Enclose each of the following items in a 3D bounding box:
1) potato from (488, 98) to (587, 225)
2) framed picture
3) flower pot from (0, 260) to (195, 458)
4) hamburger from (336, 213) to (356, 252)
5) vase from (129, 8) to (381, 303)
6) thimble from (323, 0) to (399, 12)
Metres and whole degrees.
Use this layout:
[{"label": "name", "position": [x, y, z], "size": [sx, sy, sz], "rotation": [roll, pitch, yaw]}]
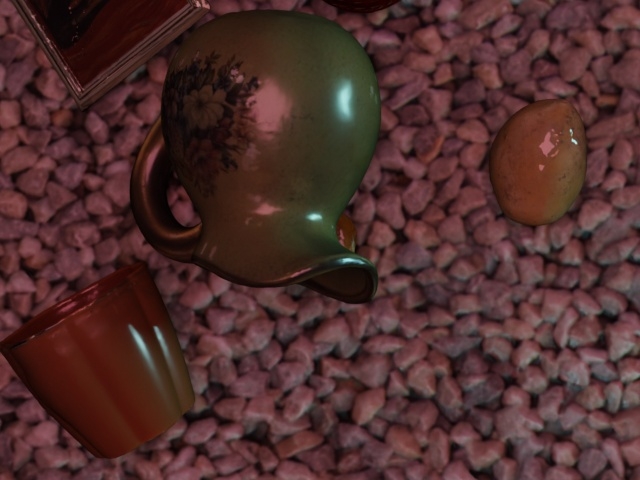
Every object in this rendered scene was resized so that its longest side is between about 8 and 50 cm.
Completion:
[{"label": "potato", "position": [0.245, -0.089, 1.518], "size": [0.112, 0.112, 0.147], "rotation": [11, 96, 3]}, {"label": "framed picture", "position": [-0.275, -0.318, 1.550], "size": [0.216, 0.016, 0.273], "rotation": [-35, 86, 22]}, {"label": "flower pot", "position": [-0.234, 0.140, 1.499], "size": [0.190, 0.190, 0.173], "rotation": [-31, 99, 1]}, {"label": "hamburger", "position": [0.000, 0.000, 1.552], "size": [0.083, 0.044, 0.076], "rotation": [1, 89, 0]}, {"label": "vase", "position": [-0.086, -0.076, 1.475], "size": [0.329, 0.241, 0.302], "rotation": [-9, 77, 38]}, {"label": "thimble", "position": [0.038, -0.357, 1.522], "size": [0.163, 0.125, 0.190], "rotation": [-21, 88, 4]}]
